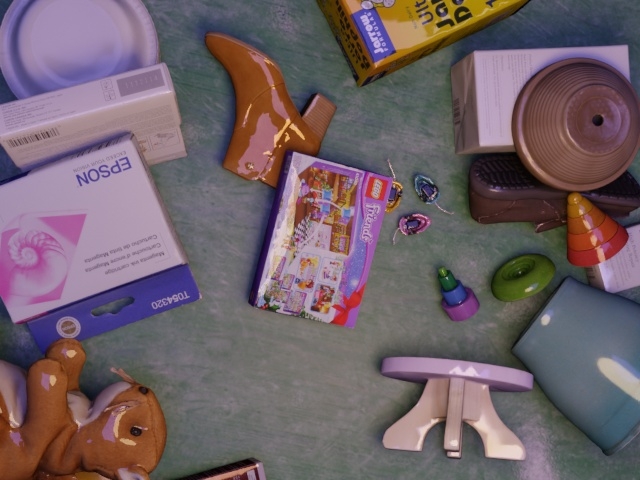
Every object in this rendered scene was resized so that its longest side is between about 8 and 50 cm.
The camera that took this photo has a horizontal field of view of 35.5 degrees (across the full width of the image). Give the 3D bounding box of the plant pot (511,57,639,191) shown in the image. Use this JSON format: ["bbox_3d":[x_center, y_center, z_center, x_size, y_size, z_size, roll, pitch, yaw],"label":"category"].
[{"bbox_3d":[0.461,-0.203,1.736,0.237,0.110,0.237,0,93,-7],"label":"plant pot"}]

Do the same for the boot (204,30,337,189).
[{"bbox_3d":[-0.133,-0.229,1.846,0.295,0.104,0.211,32,84,-9],"label":"boot"}]

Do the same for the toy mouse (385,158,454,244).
[{"bbox_3d":[0.183,-0.065,1.913,0.143,0.031,0.161,9,87,-6],"label":"toy mouse"}]

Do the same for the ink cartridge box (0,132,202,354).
[{"bbox_3d":[-0.415,0.020,1.753,0.324,0.071,0.330,-20,106,3],"label":"ink cartridge box"}]

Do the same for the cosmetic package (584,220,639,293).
[{"bbox_3d":[0.628,0.021,1.936,0.231,0.085,0.117,-17,91,-6],"label":"cosmetic package"}]

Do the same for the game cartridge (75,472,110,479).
[{"bbox_3d":[-0.460,0.522,1.812,0.285,0.052,0.324,-22,93,-7],"label":"game cartridge"}]

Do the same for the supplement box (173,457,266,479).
[{"bbox_3d":[-0.212,0.489,1.805,0.239,0.073,0.130,-12,89,-20],"label":"supplement box"}]

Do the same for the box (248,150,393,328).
[{"bbox_3d":[0.000,0.000,1.841,0.201,0.057,0.293,14,93,-18],"label":"box"}]

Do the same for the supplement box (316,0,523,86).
[{"bbox_3d":[0.199,-0.457,1.846,0.356,0.195,0.194,-27,91,-6],"label":"supplement box"}]

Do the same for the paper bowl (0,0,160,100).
[{"bbox_3d":[-0.432,-0.342,1.794,0.284,0.148,0.284,0,88,-8],"label":"paper bowl"}]

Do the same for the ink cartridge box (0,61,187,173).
[{"bbox_3d":[-0.392,-0.190,1.749,0.296,0.261,0.066,-16,73,-7],"label":"ink cartridge box"}]

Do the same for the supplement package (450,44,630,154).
[{"bbox_3d":[0.410,-0.259,1.873,0.293,0.175,0.177,-3,90,-7],"label":"supplement package"}]

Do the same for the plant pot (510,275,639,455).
[{"bbox_3d":[0.504,0.207,1.837,0.255,0.271,0.272,38,84,10],"label":"plant pot"}]

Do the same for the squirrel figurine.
[{"bbox_3d":[-0.461,0.362,1.692,0.370,0.281,0.397,15,96,-13],"label":"squirrel figurine"}]

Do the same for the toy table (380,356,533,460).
[{"bbox_3d":[0.242,0.309,1.817,0.274,0.252,0.161,1,74,21],"label":"toy table"}]

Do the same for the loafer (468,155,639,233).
[{"bbox_3d":[0.441,-0.087,1.914,0.366,0.130,0.134,4,46,-13],"label":"loafer"}]

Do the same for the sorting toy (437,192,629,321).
[{"bbox_3d":[0.376,0.019,1.850,0.365,0.127,0.126,-26,113,11],"label":"sorting toy"}]
